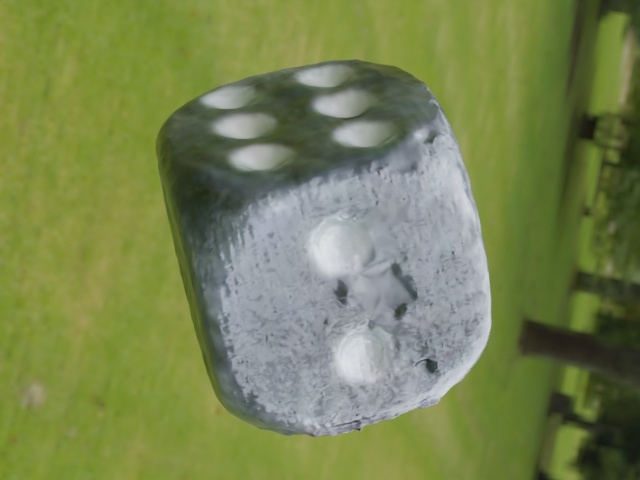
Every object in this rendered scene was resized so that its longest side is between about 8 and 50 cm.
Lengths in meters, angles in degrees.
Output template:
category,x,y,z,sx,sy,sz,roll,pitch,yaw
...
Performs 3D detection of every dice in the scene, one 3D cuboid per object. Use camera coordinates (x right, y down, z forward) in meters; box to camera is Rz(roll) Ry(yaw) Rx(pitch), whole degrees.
category,x,y,z,sx,sy,sz,roll,pitch,yaw
dice,0.000,0.000,1.095,0.182,0.182,0.183,-118,-165,-60
